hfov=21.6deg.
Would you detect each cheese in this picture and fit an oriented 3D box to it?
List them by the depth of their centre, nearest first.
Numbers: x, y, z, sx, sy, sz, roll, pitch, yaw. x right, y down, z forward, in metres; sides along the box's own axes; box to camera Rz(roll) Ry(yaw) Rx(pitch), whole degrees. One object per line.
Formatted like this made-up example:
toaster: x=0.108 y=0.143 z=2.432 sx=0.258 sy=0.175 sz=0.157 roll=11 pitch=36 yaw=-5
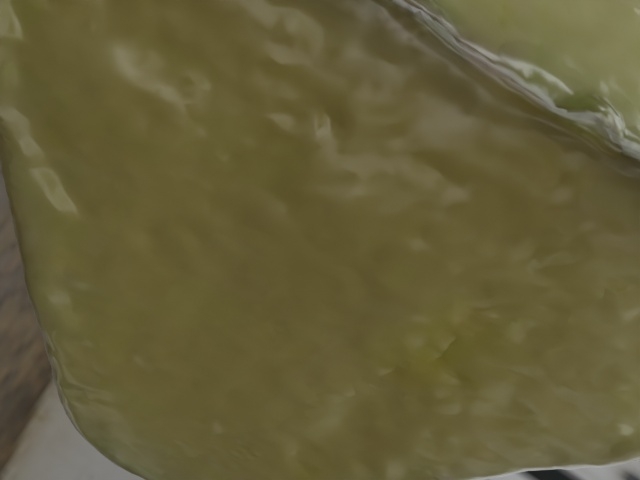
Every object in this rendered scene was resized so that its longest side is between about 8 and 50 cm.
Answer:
cheese: x=-0.001 y=0.000 z=0.699 sx=0.384 sy=0.384 sz=0.104 roll=114 pitch=-5 yaw=-51
